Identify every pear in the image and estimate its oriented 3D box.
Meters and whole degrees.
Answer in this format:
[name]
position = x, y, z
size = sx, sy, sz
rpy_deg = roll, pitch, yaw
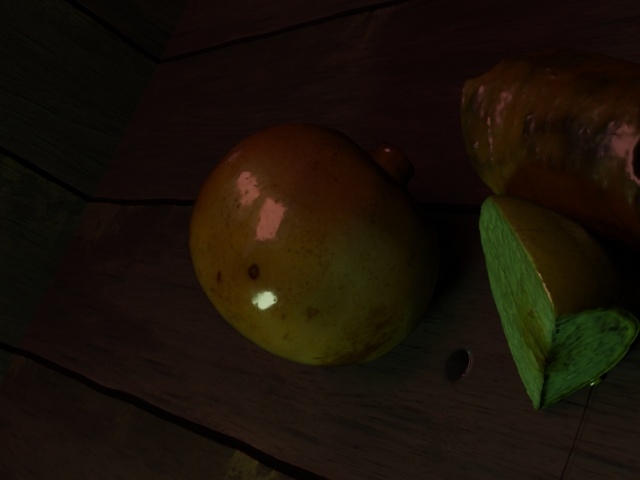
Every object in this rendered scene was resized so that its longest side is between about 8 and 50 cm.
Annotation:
[pear]
position = 0.287, 0.046, 1.183
size = 0.139, 0.288, 0.239
rpy_deg = -24, 58, -6

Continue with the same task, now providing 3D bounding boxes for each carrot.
[carrot]
position = 0.364, -0.118, 1.224
size = 0.241, 0.241, 0.340
rpy_deg = -59, 35, -1

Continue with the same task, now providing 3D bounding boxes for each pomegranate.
[pomegranate]
position = 0.000, 0.000, 1.506
size = 0.416, 0.416, 0.417
rpy_deg = -33, 40, 34
